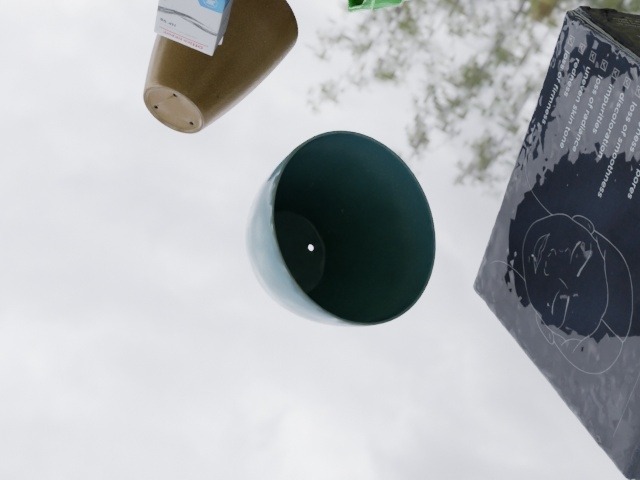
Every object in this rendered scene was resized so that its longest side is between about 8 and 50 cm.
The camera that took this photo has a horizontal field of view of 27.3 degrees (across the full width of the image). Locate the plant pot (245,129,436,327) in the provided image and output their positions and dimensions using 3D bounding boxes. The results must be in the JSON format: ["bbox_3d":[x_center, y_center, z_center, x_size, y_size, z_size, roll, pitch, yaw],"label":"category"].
[{"bbox_3d":[0.000,0.000,1.981,0.290,0.195,0.290,10,-107,-33],"label":"plant pot"}]

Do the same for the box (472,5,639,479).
[{"bbox_3d":[0.491,-0.002,1.803,0.298,0.479,0.471,4,-151,-23],"label":"box"}]

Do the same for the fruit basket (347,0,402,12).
[{"bbox_3d":[0.038,-0.435,1.439,0.392,0.392,0.283,22,-174,-9],"label":"fruit basket"}]

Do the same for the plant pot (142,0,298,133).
[{"bbox_3d":[-0.199,-0.317,2.292,0.237,0.237,0.254,29,-120,1],"label":"plant pot"}]

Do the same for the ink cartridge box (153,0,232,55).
[{"bbox_3d":[-0.197,-0.358,2.055,0.104,0.180,0.060,22,-122,0],"label":"ink cartridge box"}]
